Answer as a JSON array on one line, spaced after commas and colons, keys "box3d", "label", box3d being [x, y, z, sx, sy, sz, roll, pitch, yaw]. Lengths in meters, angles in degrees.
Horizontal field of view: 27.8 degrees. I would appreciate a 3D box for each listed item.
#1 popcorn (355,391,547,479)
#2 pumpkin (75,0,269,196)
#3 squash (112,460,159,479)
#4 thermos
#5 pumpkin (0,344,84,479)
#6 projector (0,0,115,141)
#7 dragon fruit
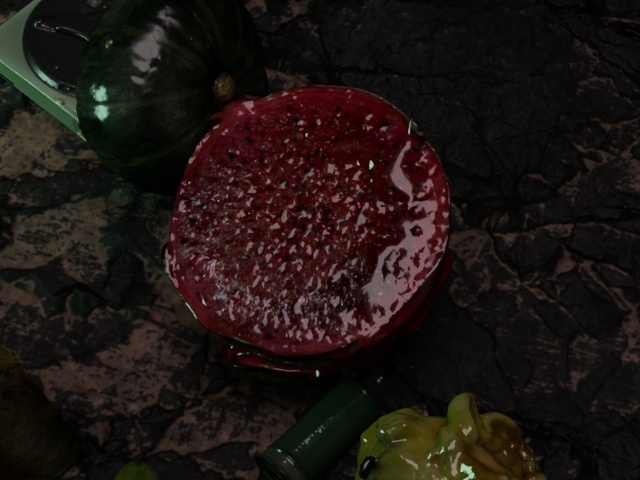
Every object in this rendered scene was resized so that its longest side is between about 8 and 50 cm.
[{"box3d": [0.146, 0.314, 1.443, 0.215, 0.252, 0.286, -5, 56, -40], "label": "popcorn"}, {"box3d": [-0.199, -0.210, 1.751, 0.207, 0.300, 0.300, 8, 53, 40], "label": "pumpkin"}, {"box3d": [-0.221, 0.371, 1.513, 0.069, 0.069, 0.239, -1, 58, -1], "label": "squash"}, {"box3d": [0.010, 0.236, 1.605, 0.187, 0.083, 0.073, -40, 89, -24], "label": "thermos"}, {"box3d": [-0.450, 0.186, 1.562, 0.312, 0.169, 0.148, 28, 59, 16], "label": "pumpkin"}, {"box3d": [-0.322, -0.290, 1.912, 0.257, 0.079, 0.259, 37, 64, 17], "label": "projector"}, {"box3d": [0.000, 0.000, 1.647, 0.371, 0.249, 0.386, -31, 63, 0], "label": "dragon fruit"}]
